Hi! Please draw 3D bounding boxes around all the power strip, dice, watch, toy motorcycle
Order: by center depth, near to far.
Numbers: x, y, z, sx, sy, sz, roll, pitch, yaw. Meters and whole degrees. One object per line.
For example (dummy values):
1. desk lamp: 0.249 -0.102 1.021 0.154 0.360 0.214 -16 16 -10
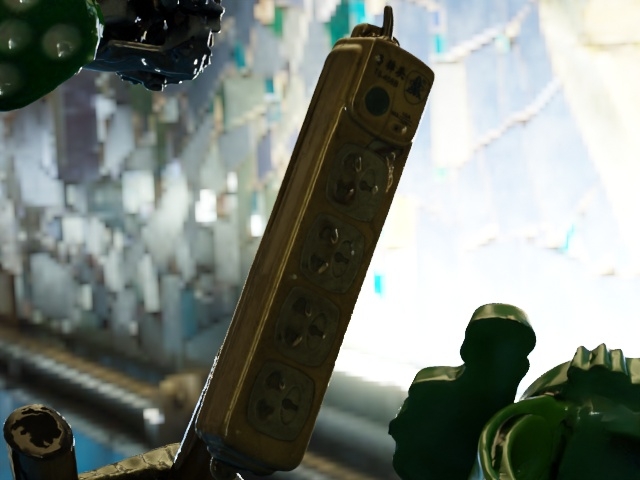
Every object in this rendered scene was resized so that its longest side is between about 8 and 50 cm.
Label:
1. watch: 0.108 0.127 0.799 0.165 0.131 0.152 16 -149 -2
2. power strip: 0.000 0.000 1.068 0.064 0.305 0.044 26 167 -32
3. dice: -0.241 -0.185 1.344 0.120 0.131 0.128 -33 -139 2
4. toy motorcycle: -0.151 -0.199 1.506 0.159 0.106 0.270 6 158 -14

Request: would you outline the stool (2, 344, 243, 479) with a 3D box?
1. stool: -0.130 0.280 1.563 0.310 0.310 0.226 -18 148 -33
